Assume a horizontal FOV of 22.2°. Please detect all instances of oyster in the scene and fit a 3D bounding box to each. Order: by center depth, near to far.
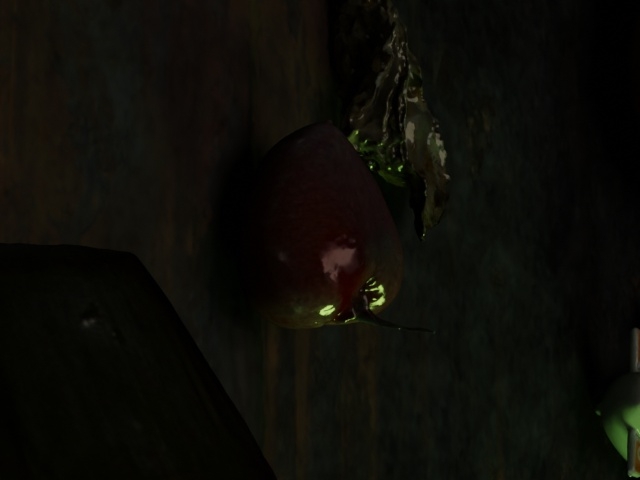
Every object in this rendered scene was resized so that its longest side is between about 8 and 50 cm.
[{"bbox_3d":[0.046,-0.086,1.067,0.105,0.056,0.177,-52,128,-61],"label":"oyster"}]

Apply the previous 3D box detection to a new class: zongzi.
[{"bbox_3d":[-0.127,0.255,0.714,0.208,0.432,0.403,-4,48,-39],"label":"zongzi"}]

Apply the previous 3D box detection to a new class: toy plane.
[{"bbox_3d":[0.312,0.155,1.365,0.244,0.117,0.245,16,70,-53],"label":"toy plane"}]

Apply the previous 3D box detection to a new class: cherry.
[{"bbox_3d":[0.000,0.002,0.957,0.106,0.087,0.126,31,42,-42],"label":"cherry"}]

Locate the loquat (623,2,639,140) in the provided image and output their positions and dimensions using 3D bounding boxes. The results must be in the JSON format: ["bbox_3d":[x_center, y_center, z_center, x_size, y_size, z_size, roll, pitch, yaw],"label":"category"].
[{"bbox_3d":[0.402,-0.156,1.421,0.275,0.275,0.275,13,74,-54],"label":"loquat"}]
